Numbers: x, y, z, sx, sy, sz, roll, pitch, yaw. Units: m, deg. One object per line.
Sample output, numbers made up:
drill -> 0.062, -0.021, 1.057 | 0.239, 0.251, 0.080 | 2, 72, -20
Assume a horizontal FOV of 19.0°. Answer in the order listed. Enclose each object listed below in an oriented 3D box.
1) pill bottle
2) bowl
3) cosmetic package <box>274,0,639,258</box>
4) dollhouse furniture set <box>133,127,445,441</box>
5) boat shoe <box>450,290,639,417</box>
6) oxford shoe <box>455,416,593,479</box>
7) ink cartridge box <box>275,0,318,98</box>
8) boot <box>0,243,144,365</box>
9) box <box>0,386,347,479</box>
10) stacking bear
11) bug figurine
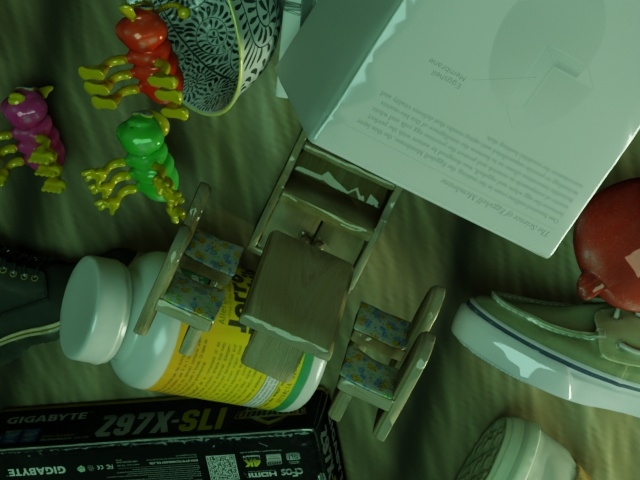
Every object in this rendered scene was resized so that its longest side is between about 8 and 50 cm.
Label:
pill bottle -> -0.107, 0.073, 1.607 | 0.208, 0.117, 0.117 | 13, 122, -26
bowl -> -0.080, -0.191, 1.510 | 0.170, 0.080, 0.170 | 39, 142, 39
cosmetic package -> 0.125, -0.144, 1.413 | 0.224, 0.138, 0.224 | 26, 108, -25
dollhouse furniture set -> 0.000, 0.000, 1.520 | 0.212, 0.242, 0.161 | 24, 118, -4
boat shoe -> 0.260, 0.092, 1.616 | 0.302, 0.109, 0.094 | 18, 104, -10
oxford shoe -> 0.121, 0.362, 1.738 | 0.130, 0.169, 0.449 | 26, 114, -6
ink cartridge box -> 0.004, -0.188, 1.502 | 0.056, 0.099, 0.135 | 8, 117, 5
boot -> -0.263, 0.022, 1.676 | 0.198, 0.077, 0.137 | -28, 104, 20
box -> -0.131, 0.271, 1.779 | 0.322, 0.079, 0.257 | -5, 118, 12
stacking bear -> 0.326, -0.039, 1.500 | 0.289, 0.175, 0.164 | -35, 109, 31
bug figurine -> -0.206, -0.120, 1.556 | 0.279, 0.072, 0.216 | 11, 137, 26
